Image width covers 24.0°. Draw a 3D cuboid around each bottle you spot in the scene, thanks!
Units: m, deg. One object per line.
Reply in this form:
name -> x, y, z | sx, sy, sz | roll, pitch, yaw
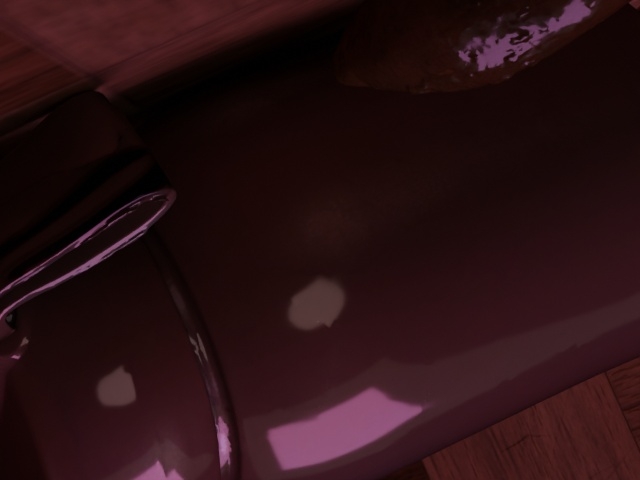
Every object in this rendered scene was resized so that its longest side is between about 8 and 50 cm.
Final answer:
bottle -> 0.000, 0.000, 0.585 | 0.296, 0.173, 0.206 | -21, 147, -23

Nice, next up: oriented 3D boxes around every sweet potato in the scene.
sweet potato -> 0.088, -0.093, 0.432 | 0.218, 0.051, 0.065 | -25, -167, 39
